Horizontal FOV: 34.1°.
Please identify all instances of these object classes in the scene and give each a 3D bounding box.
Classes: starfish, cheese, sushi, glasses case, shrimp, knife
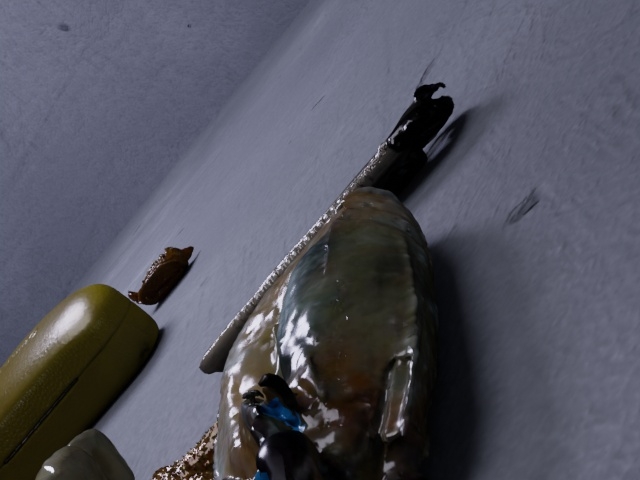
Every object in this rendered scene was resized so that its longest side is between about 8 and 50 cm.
[{"bbox_3d":[-0.125,0.218,0.835,0.227,0.043,0.240,-54,8,-17],"label":"starfish"},{"bbox_3d":[-0.230,0.245,0.857,0.159,0.093,0.263,-44,1,-2],"label":"cheese"},{"bbox_3d":[-0.248,0.054,1.645,0.120,0.052,0.055,-52,28,10],"label":"sushi"},{"bbox_3d":[-0.389,0.212,1.500,0.371,0.141,0.173,-48,13,15],"label":"glasses case"},{"bbox_3d":[-0.008,0.090,0.653,0.221,0.110,0.445,-50,12,13],"label":"shrimp"},{"bbox_3d":[0.004,0.004,0.972,0.365,0.043,0.089,-49,-20,19],"label":"knife"}]
